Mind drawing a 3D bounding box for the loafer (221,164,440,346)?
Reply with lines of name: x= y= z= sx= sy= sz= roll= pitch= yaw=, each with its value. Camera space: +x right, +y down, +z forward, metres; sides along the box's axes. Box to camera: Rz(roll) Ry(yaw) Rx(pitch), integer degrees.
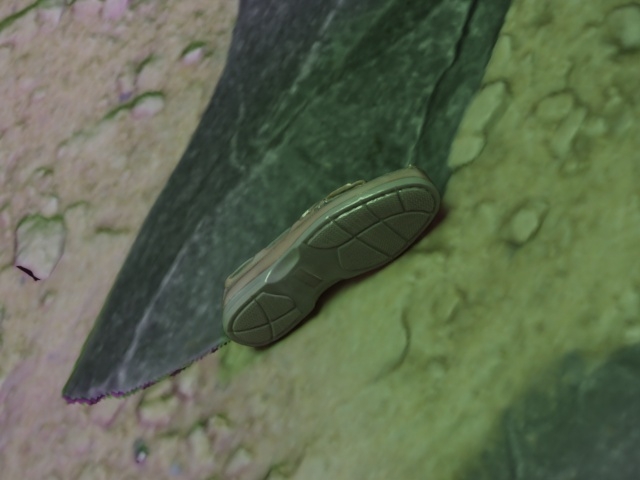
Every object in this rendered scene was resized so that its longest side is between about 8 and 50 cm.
loafer: x=0.000 y=0.000 z=0.902 sx=0.125 sy=0.045 sz=0.039 roll=-38 pitch=40 yaw=18
